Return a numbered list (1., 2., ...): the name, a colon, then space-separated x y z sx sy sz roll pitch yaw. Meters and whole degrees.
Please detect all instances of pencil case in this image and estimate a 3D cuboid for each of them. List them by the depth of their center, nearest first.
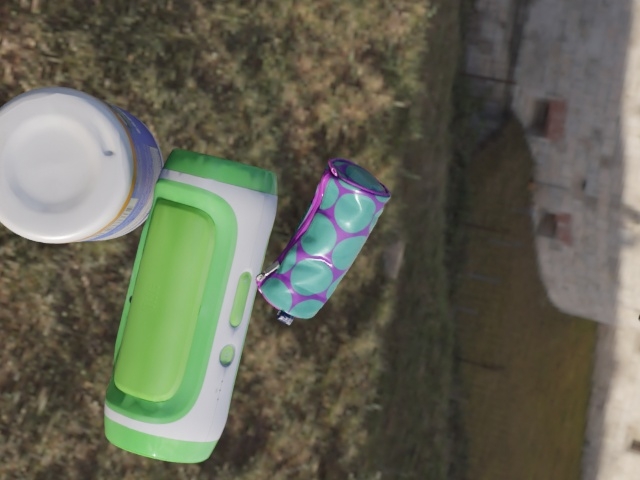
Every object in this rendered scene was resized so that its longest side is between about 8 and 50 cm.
1. pencil case: 0.000 0.000 1.064 0.070 0.064 0.152 19 114 -29

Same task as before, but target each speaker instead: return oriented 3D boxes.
1. speaker: -0.130 0.064 1.177 0.131 0.131 0.297 11 93 -66

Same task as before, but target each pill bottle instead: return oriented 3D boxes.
1. pill bottle: -0.248 -0.074 1.238 0.272 0.152 0.152 -45 149 -88

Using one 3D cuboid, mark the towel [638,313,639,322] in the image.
1. towel: 0.501 0.009 1.171 0.090 0.374 0.321 137 -29 -62
